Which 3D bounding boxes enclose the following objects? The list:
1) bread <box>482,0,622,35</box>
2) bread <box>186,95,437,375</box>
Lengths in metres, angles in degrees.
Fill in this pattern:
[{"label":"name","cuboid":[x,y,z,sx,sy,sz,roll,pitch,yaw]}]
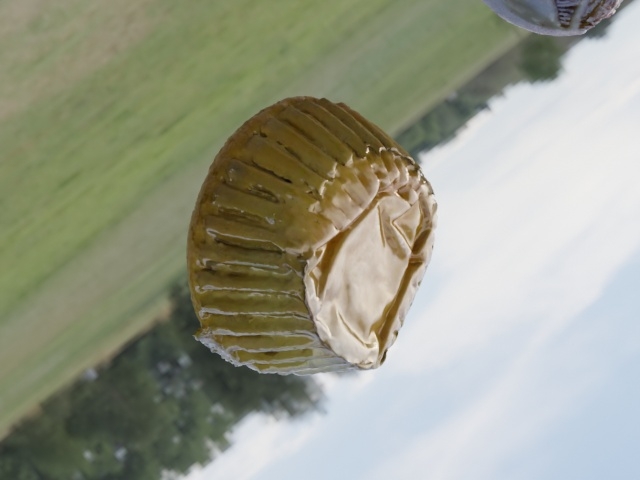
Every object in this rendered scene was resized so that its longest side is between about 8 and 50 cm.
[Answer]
[{"label":"bread","cuboid":[0.196,-0.250,1.321,0.073,0.160,0.160,-57,-168,-30]},{"label":"bread","cuboid":[-0.002,-0.002,1.267,0.139,0.240,0.240,5,-146,42]}]
